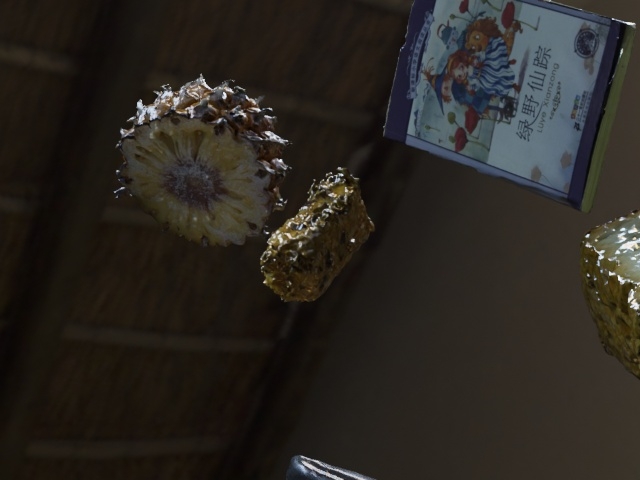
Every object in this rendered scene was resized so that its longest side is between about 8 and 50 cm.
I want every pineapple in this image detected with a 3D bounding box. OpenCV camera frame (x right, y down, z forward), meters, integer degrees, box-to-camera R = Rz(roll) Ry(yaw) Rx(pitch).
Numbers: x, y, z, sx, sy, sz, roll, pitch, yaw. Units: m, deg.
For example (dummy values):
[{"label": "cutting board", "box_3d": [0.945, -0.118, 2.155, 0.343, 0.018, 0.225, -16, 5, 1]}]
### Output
[{"label": "pineapple", "box_3d": [-0.102, -0.095, 1.692, 0.137, 0.176, 0.161, -61, -26, -48]}]

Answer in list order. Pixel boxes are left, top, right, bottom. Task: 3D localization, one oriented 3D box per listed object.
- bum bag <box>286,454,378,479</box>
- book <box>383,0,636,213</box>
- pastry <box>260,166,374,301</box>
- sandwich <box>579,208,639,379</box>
[{"label": "bum bag", "box_3d": [0.094, 0.191, 0.887, 0.095, 0.340, 0.144, -33, -64, -35]}, {"label": "book", "box_3d": [0.151, -0.130, 1.442, 0.026, 0.231, 0.157, 0, -72, -44]}, {"label": "pastry", "box_3d": [0.000, 0.000, 1.420, 0.140, 0.056, 0.080, -51, -36, -43]}, {"label": "sandwich", "box_3d": [0.357, 0.045, 1.327, 0.325, 0.262, 0.131, -102, -7, -75]}]
